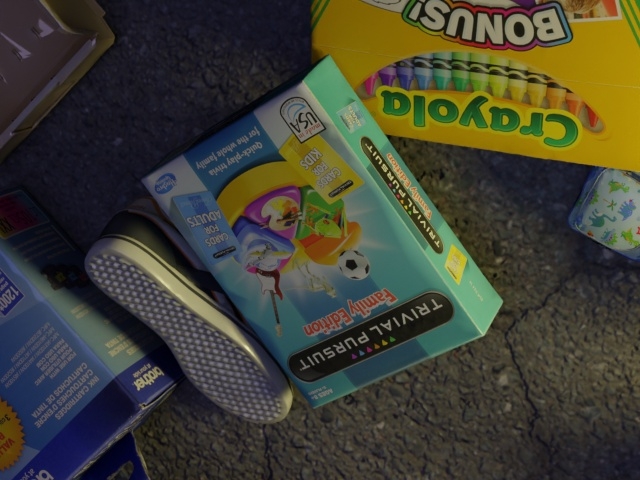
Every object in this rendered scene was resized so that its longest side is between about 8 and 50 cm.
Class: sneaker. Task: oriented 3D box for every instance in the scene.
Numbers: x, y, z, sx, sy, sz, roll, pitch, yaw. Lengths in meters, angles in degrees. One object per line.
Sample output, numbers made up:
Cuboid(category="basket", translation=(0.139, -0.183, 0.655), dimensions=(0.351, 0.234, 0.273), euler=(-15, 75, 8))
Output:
Cuboid(category="sneaker", translation=(-0.133, 0.078, 1.734), dimensions=(0.126, 0.127, 0.321), euler=(-21, 120, 38))

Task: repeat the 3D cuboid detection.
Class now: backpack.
Cuboid(category="backpack", translation=(0.332, -0.032, 1.547), dimensions=(0.114, 0.084, 0.105), euler=(28, 114, 9))

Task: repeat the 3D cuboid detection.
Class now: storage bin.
Cuboid(category="storage bin", translation=(-0.428, -0.255, 1.757), dimensions=(0.262, 0.123, 0.260), euler=(-42, 86, 24))

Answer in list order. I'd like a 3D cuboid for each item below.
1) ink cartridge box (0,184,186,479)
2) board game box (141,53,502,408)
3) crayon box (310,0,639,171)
Cuboid(category="ink cartridge box", translation=(-0.356, 0.166, 1.824), dimensions=(0.395, 0.151, 0.270), euler=(47, 114, 3))
Cuboid(category="board game box", translation=(0.000, 0.000, 1.600), dimensions=(0.254, 0.079, 0.336), euler=(-28, 104, 35))
Cuboid(category="crayon box", translation=(0.173, -0.249, 1.483), dimensions=(0.363, 0.106, 0.313), euler=(10, 126, 16))
